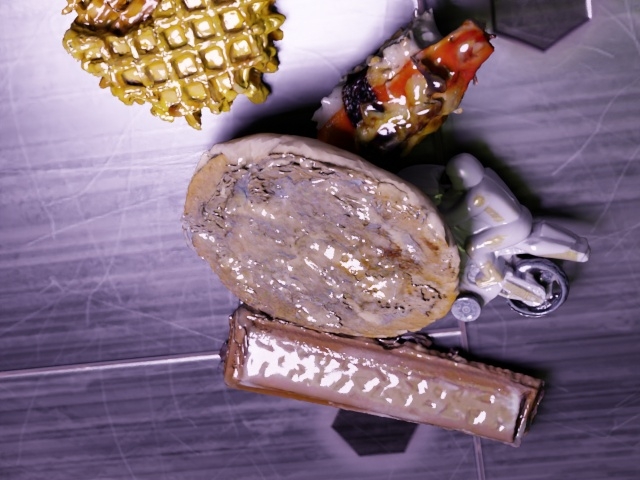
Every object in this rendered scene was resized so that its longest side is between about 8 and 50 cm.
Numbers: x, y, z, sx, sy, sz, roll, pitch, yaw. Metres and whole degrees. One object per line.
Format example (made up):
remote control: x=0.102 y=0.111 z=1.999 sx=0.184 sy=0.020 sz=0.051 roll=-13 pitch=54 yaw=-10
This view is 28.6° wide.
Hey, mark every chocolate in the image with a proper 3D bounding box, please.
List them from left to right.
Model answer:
chocolate: x=0.058 y=0.142 z=1.261 sx=0.329 sy=0.065 sz=0.102 roll=13 pitch=119 yaw=0

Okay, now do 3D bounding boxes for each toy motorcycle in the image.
toy motorcycle: x=0.136 y=-0.010 z=1.168 sx=0.228 sy=0.074 sz=0.151 roll=19 pitch=124 yaw=5

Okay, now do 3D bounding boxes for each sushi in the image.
sushi: x=0.068 y=-0.127 z=1.088 sx=0.226 sy=0.097 sz=0.103 roll=-35 pitch=76 yaw=42

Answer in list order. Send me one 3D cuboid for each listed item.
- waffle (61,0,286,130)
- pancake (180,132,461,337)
waffle: x=-0.129 y=-0.195 z=1.093 sx=0.197 sy=0.070 sz=0.193 roll=11 pitch=119 yaw=-1
pancake: x=0.000 y=0.001 z=1.135 sx=0.282 sy=0.049 sz=0.282 roll=18 pitch=144 yaw=14
